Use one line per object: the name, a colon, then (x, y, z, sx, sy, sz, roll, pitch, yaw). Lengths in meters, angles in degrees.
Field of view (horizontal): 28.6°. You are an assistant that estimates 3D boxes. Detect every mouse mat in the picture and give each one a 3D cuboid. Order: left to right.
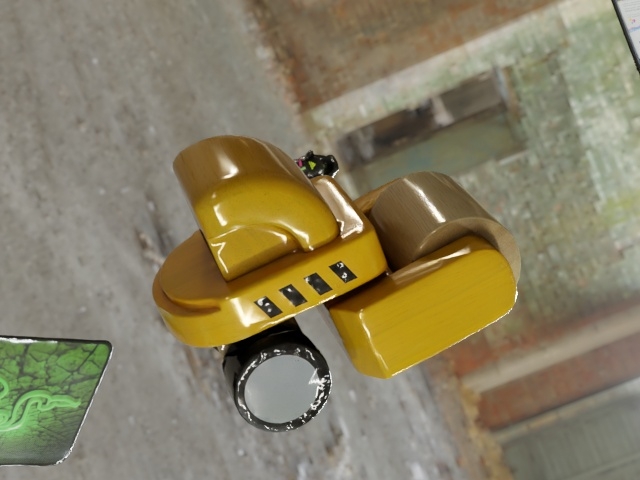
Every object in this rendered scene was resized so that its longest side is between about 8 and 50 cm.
mouse mat: (-0.301, 0.157, 1.206, 0.189, 0.153, 0.007, 8, 24, -42)

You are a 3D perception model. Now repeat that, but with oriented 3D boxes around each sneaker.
sneaker: (-0.034, -0.105, 1.948, 0.170, 0.075, 0.063, -12, 76, -49)

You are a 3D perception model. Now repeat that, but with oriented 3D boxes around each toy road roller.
toy road roller: (0.000, 0.000, 1.181, 0.202, 0.329, 0.241, -125, -168, -62)

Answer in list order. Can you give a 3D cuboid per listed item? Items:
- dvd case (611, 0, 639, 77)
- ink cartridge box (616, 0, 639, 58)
dvd case: (0.519, -0.338, 1.705, 0.022, 0.253, 0.180, -18, 87, -48)
ink cartridge box: (0.390, -0.263, 1.413, 0.122, 0.088, 0.052, 43, 45, -55)
